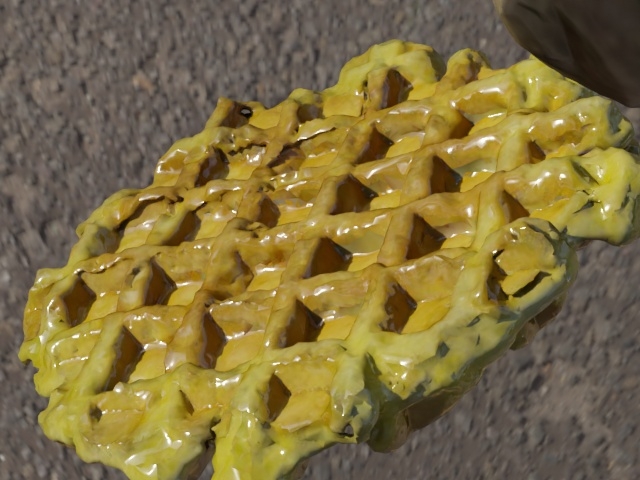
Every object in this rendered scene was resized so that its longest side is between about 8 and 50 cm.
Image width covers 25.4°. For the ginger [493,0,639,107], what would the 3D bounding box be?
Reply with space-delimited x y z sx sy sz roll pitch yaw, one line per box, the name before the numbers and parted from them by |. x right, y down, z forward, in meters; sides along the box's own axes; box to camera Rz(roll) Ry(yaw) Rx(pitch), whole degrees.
ginger | 0.152 -0.173 0.420 0.244 0.155 0.304 -19 39 36

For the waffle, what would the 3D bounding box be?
waffle | 0.000 0.000 0.702 0.325 0.068 0.302 -34 31 -14
